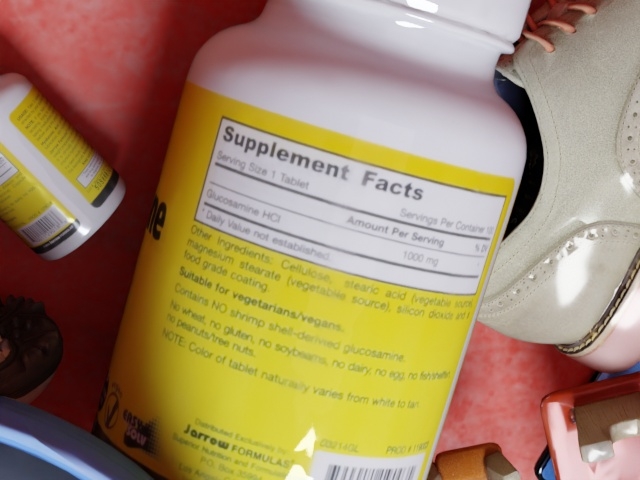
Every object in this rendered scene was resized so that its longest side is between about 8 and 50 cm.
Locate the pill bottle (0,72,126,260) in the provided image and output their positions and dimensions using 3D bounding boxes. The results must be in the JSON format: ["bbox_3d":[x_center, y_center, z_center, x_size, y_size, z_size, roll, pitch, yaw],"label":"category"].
[{"bbox_3d":[-0.167,-0.050,0.635,0.065,0.065,0.116,-43,113,-4],"label":"pill bottle"}]

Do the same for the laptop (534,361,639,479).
[{"bbox_3d":[0.444,0.127,0.796,0.382,0.408,0.236,-59,145,3],"label":"laptop"}]

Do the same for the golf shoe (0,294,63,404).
[{"bbox_3d":[-0.254,0.128,0.647,0.272,0.105,0.120,-30,126,-3],"label":"golf shoe"}]

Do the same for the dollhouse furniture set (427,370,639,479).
[{"bbox_3d":[0.206,0.211,0.747,0.262,0.135,0.259,-13,99,4],"label":"dollhouse furniture set"}]

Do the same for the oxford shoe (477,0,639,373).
[{"bbox_3d":[0.185,-0.119,0.698,0.146,0.140,0.397,16,96,-14],"label":"oxford shoe"}]

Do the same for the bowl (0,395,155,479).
[{"bbox_3d":[-0.203,0.249,0.541,0.391,0.077,0.391,0,99,-1],"label":"bowl"}]

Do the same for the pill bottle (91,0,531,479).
[{"bbox_3d":[0.000,0.000,0.637,0.187,0.188,0.334,13,99,-21],"label":"pill bottle"}]
